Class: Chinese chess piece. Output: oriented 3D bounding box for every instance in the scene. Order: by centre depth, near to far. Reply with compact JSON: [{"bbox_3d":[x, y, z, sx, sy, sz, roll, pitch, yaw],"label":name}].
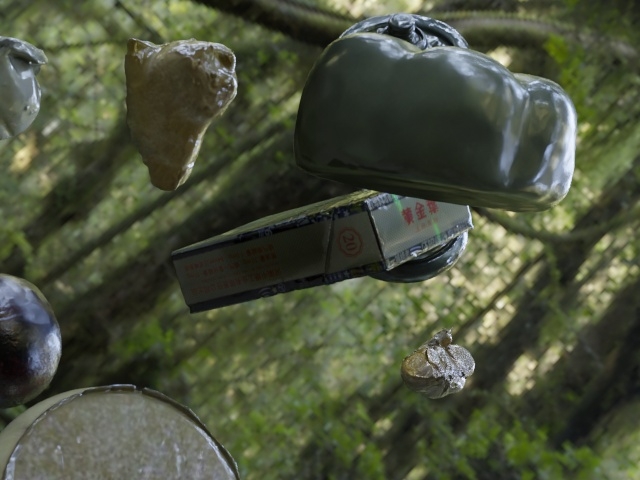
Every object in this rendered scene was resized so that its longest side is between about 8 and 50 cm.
[{"bbox_3d":[-0.200,0.270,1.179,0.270,0.270,0.112,46,-43,-3],"label":"Chinese chess piece"}]

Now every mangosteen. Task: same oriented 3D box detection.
[{"bbox_3d":[-0.356,0.110,1.338,0.152,0.152,0.152,43,-11,11],"label":"mangosteen"}]

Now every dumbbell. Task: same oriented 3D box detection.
[{"bbox_3d":[0.104,-0.111,1.592,0.179,0.179,0.406,38,-33,35],"label":"dumbbell"}]

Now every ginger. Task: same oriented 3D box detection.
[{"bbox_3d":[-0.163,-0.161,1.579,0.123,0.193,0.115,-2,6,23],"label":"ginger"}]

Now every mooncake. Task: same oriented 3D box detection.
[{"bbox_3d":[0.108,-0.104,1.156,0.275,0.135,0.275,12,0,0],"label":"mooncake"}]

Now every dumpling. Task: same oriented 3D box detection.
[{"bbox_3d":[-0.387,-0.187,1.494,0.118,0.136,0.199,60,-17,4],"label":"dumpling"}]

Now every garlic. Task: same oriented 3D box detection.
[{"bbox_3d":[0.171,0.189,1.805,0.094,0.113,0.074,-121,-162,-49],"label":"garlic"}]

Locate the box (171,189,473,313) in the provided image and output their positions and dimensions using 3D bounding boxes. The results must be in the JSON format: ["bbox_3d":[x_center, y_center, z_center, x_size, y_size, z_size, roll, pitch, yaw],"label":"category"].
[{"bbox_3d":[0.000,0.000,1.488,0.310,0.198,0.084,-14,-85,39],"label":"box"}]
